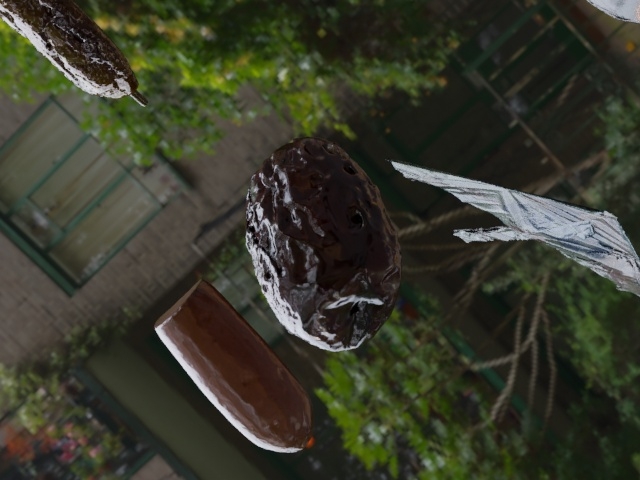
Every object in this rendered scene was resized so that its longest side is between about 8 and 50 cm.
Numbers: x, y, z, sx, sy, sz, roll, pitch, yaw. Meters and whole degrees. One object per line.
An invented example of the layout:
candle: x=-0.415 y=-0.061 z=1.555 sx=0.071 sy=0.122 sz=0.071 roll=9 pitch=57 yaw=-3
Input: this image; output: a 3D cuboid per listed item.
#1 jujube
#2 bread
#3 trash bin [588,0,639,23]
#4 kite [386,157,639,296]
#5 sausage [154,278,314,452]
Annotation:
jujube: x=0.000 y=0.000 z=1.742 sx=0.258 sy=0.258 sz=0.377 roll=25 pitch=-142 yaw=-61
bread: x=-0.337 y=-0.271 z=1.325 sx=0.124 sy=0.084 sz=0.344 roll=44 pitch=179 yaw=45
trash bin: x=0.317 y=-0.351 z=0.871 sx=0.214 sy=0.214 sz=0.334 roll=54 pitch=169 yaw=28
kite: x=0.215 y=-0.006 z=1.034 sx=0.335 sy=0.011 sz=0.314 roll=28 pitch=169 yaw=-13
sausage: x=-0.107 y=0.177 z=1.366 sx=0.259 sy=0.113 sz=0.113 roll=50 pitch=-168 yaw=-7
